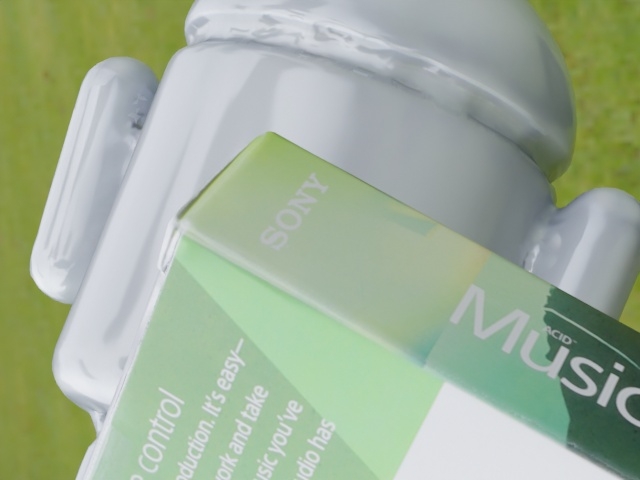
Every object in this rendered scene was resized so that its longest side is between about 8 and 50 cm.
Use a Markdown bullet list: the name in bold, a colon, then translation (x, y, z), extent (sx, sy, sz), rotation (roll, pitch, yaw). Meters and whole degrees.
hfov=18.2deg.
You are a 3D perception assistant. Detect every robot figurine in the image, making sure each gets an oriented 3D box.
- **robot figurine**: translation (0.000, 0.000, 0.953), extent (0.200, 0.300, 0.353), rotation (50, -120, -69)

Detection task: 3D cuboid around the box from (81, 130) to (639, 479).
- **box**: translation (0.077, 0.142, 0.516), extent (0.058, 0.322, 0.232), rotation (-54, -9, -53)
